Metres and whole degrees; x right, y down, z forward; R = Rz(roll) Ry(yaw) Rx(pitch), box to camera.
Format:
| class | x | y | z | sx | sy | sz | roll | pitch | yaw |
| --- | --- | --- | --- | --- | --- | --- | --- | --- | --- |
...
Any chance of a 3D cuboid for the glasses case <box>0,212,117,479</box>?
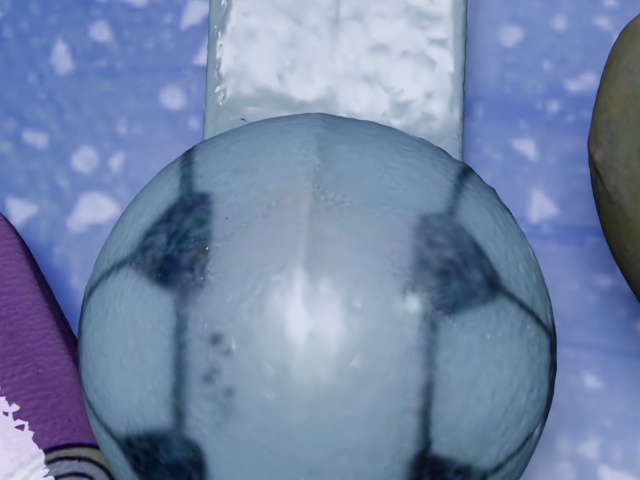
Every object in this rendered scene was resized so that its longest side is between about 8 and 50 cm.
| class | x | y | z | sx | sy | sz | roll | pitch | yaw |
| --- | --- | --- | --- | --- | --- | --- | --- | --- | --- |
| glasses case | -0.104 | 0.129 | 0.569 | 0.123 | 0.076 | 0.316 | -27 | 79 | -1 |

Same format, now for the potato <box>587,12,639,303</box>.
| class | x | y | z | sx | sy | sz | roll | pitch | yaw |
| --- | --- | --- | --- | --- | --- | --- | --- | --- | --- |
| potato | 0.211 | 0.008 | 0.527 | 0.192 | 0.141 | 0.296 | -41 | 89 | 28 |

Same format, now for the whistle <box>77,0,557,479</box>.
| class | x | y | z | sx | sy | sz | roll | pitch | yaw |
| --- | --- | --- | --- | --- | --- | --- | --- | --- | --- |
| whistle | 0.000 | 0.000 | 0.545 | 0.164 | 0.163 | 0.289 | 1 | 81 | 4 |
